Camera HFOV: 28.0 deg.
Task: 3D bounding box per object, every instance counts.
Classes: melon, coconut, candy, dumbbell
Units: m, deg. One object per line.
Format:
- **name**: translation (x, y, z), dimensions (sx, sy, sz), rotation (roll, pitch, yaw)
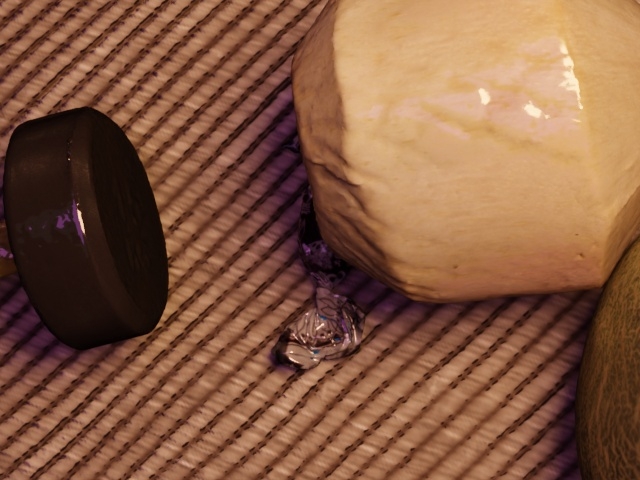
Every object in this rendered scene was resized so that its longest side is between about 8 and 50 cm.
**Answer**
- **melon**: translation (0.317, 0.120, 0.969), dimensions (0.248, 0.248, 0.329), rotation (5, 77, 10)
- **coconut**: translation (0.143, -0.098, 0.989), dimensions (0.329, 0.329, 0.329), rotation (-1, 85, 9)
- **candy**: translation (0.000, 0.000, 1.129), dimensions (0.094, 0.051, 0.226), rotation (5, 86, 12)
- **dumbbell**: translation (-0.311, 0.020, 1.100), dimensions (0.322, 0.204, 0.204), rotation (-14, 83, 8)
